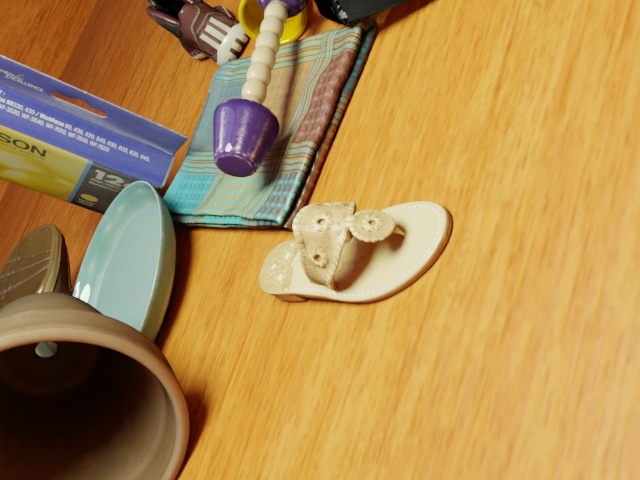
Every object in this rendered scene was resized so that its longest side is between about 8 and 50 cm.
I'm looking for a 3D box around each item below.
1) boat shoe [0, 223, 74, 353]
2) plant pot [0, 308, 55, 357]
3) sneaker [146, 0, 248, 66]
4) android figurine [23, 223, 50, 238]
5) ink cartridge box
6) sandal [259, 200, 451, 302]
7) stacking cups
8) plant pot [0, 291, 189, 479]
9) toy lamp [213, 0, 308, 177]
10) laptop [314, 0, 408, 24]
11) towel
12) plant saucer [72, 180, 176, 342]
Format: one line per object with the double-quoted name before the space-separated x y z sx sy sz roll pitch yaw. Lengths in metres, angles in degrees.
"boat shoe" -0.460 0.135 1.149 0.123 0.123 0.342 -21 55 15
"plant pot" -0.505 0.237 0.859 0.280 0.323 0.323 155 140 -80
"sneaker" -0.232 -0.391 1.189 0.106 0.162 0.281 -60 31 4
"android figurine" -0.680 0.081 1.588 0.273 0.056 0.248 -49 33 24
"ink cartridge box" -0.389 -0.136 1.037 0.307 0.303 0.072 -24 48 61
"sandal" -0.001 0.006 0.614 0.240 0.079 0.088 -17 53 50
"stacking cups" -0.066 -0.419 1.038 0.096 0.096 0.316 -38 37 34
"plant pot" -0.297 0.167 0.750 0.263 0.263 0.229 -59 30 4
"toy lamp" -0.070 -0.200 0.820 0.080 0.080 0.275 -21 48 48
"laptop" 0.031 -0.372 0.748 0.136 0.234 0.264 -25 22 2
"towel" -0.091 -0.142 0.905 0.370 0.040 0.272 6 72 57
"plant saucer" -0.283 0.072 0.982 0.317 0.043 0.318 -28 53 45
